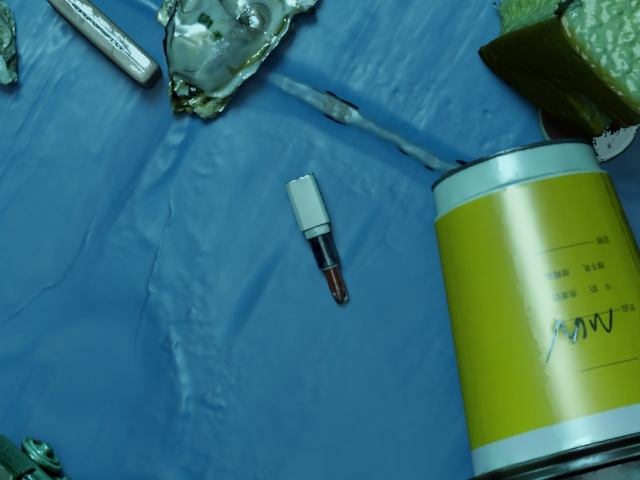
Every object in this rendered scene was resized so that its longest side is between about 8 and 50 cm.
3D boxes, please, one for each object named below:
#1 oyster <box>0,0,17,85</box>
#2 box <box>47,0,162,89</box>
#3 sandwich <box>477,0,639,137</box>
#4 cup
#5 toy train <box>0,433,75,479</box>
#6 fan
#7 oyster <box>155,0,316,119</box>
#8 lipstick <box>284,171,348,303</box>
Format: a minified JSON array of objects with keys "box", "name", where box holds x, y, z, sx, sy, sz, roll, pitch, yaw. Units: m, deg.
[{"box":[-0.296,-0.172,1.377,0.100,0.037,0.098,-2,87,2],"name":"oyster"},{"box":[-0.175,-0.166,1.368,0.115,0.048,0.025,43,85,2],"name":"box"},{"box":[0.208,-0.157,1.271,0.128,0.236,0.122,45,82,-8],"name":"sandwich"},{"box":[0.178,0.075,1.284,0.196,0.196,0.279,-15,79,1],"name":"cup"},{"box":[-0.207,0.218,1.320,0.170,0.111,0.071,42,94,3],"name":"toy train"},{"box":[0.208,-0.080,1.373,0.085,0.005,0.133,17,87,2],"name":"fan"},{"box":[-0.079,-0.177,1.363,0.108,0.053,0.165,39,80,-23],"name":"oyster"},{"box":[0.000,0.000,1.366,0.025,0.025,0.107,-19,93,2],"name":"lipstick"}]
